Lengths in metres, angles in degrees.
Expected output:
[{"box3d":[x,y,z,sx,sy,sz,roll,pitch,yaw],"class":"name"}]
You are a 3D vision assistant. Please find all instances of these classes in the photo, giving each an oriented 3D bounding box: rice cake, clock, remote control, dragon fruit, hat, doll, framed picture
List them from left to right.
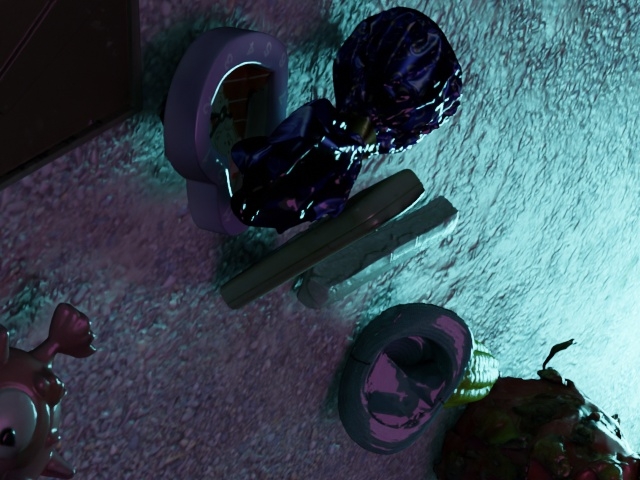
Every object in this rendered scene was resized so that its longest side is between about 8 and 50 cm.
[{"box3d":[-0.282,0.162,1.421,0.262,0.093,0.211,-46,142,-16],"class":"doll"},{"box3d":[-0.232,-0.124,1.314,0.250,0.016,0.184,-36,143,-36],"class":"framed picture"},{"box3d":[-0.087,-0.111,1.493,0.198,0.064,0.172,72,35,-54],"class":"clock"},{"box3d":[0.000,0.000,1.626,0.098,0.038,0.233,-34,-179,-44],"class":"remote control"},{"box3d":[0.064,0.013,1.865,0.245,0.042,0.045,-29,151,-43],"class":"rice cake"},{"box3d":[0.092,0.150,1.988,0.138,0.078,0.191,28,98,-24],"class":"hat"},{"box3d":[0.320,0.318,2.292,0.269,0.291,0.250,-36,138,-37],"class":"dragon fruit"}]

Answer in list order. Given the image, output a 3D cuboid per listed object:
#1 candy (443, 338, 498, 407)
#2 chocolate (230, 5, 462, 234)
[{"box3d":[0.170,0.160,2.123,0.097,0.096,0.209,-63,157,8],"class":"candy"},{"box3d":[0.014,-0.088,1.525,0.148,0.126,0.343,-39,-174,39],"class":"chocolate"}]
